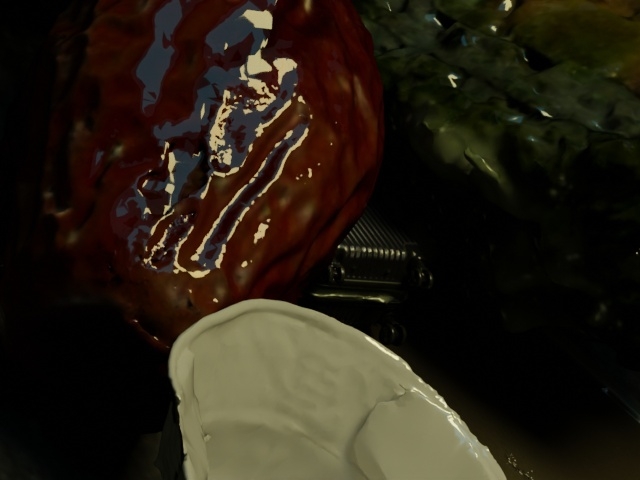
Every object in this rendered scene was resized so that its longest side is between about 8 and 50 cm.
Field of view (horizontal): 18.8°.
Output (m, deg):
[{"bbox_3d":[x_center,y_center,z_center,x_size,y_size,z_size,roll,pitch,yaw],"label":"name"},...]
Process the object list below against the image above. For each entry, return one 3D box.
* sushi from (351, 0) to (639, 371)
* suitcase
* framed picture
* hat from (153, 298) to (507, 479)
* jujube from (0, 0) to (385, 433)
[{"bbox_3d":[0.170,-0.084,1.175,0.294,0.178,0.352,-37,47,-28],"label":"sushi"},{"bbox_3d":[0.000,0.000,1.113,0.086,0.059,0.126,6,33,-36],"label":"suitcase"},{"bbox_3d":[0.133,0.117,1.164,0.273,0.016,0.216,43,30,5],"label":"framed picture"},{"bbox_3d":[-0.016,0.135,0.862,0.203,0.126,0.203,28,32,-19],"label":"hat"},{"bbox_3d":[-0.067,-0.042,0.980,0.197,0.197,0.290,32,46,-13],"label":"jujube"}]
